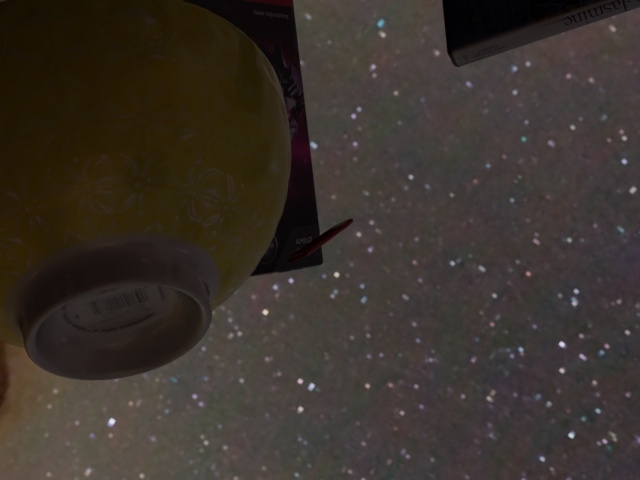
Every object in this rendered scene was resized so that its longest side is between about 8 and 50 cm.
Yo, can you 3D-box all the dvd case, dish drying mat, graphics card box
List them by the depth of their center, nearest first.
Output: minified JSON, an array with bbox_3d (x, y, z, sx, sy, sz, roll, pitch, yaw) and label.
[{"bbox_3d":[0.210,-0.236,0.743,0.253,0.022,0.180,-16,-130,21],"label":"dvd case"},{"bbox_3d":[0.000,0.000,0.983,0.032,0.008,0.083,-24,-173,42],"label":"dish drying mat"},{"bbox_3d":[-0.121,-0.136,1.186,0.094,0.233,0.371,-4,-88,41],"label":"graphics card box"}]

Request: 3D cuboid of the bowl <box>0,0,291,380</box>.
[{"bbox_3d":[-0.142,-0.003,0.652,0.289,0.289,0.156,-42,-129,31],"label":"bowl"}]
